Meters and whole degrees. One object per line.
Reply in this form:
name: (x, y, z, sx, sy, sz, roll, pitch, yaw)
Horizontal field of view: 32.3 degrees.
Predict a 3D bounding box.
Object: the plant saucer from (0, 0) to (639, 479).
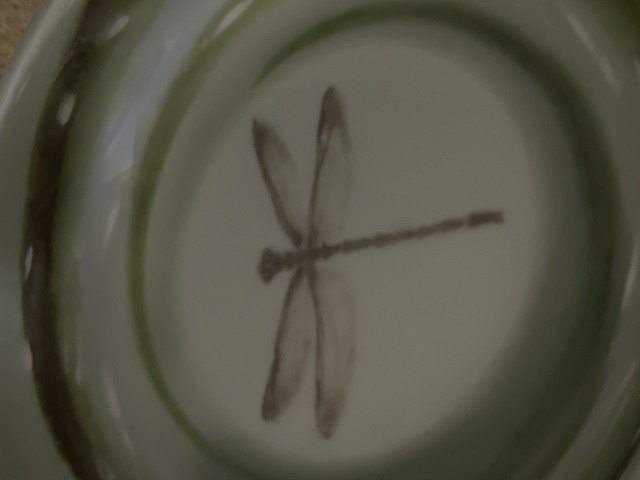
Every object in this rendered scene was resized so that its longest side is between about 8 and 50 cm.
plant saucer: (0.000, 0.000, 0.475, 0.100, 0.400, 0.400, 21, 100, -51)
